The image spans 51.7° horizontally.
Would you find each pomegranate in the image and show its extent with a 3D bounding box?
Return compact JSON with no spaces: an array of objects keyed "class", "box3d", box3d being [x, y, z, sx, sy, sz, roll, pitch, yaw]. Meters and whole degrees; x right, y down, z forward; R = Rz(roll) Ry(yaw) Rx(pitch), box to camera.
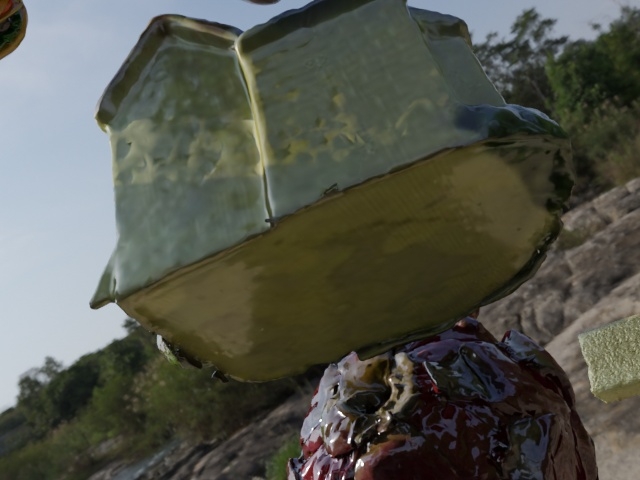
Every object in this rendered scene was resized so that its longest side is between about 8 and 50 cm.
[{"class":"pomegranate","box3d":[-0.277,0.189,1.398,0.143,0.169,0.122,-11,-1,-33]}]

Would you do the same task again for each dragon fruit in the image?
[{"class":"dragon fruit","box3d":[0.123,0.236,0.678,0.329,0.329,0.329,-33,-1,-1]}]

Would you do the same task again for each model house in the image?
[{"class":"model house","box3d":[-0.002,-0.063,0.549,0.321,0.266,0.261,-23,-30,7]}]

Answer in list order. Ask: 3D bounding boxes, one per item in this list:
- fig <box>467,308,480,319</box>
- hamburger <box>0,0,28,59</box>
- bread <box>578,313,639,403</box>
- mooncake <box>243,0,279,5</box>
[{"class":"fig","box3d":[0.152,0.102,0.861,0.119,0.152,0.119,0,-23,0]},{"class":"hamburger","box3d":[-0.493,-0.319,0.917,0.162,0.162,0.115,-32,-17,-17]},{"class":"bread","box3d":[0.548,0.194,1.127,0.068,0.125,0.188,26,-41,-34]},{"class":"mooncake","box3d":[-0.087,-0.568,1.060,0.325,0.174,0.333,108,180,-55]}]
